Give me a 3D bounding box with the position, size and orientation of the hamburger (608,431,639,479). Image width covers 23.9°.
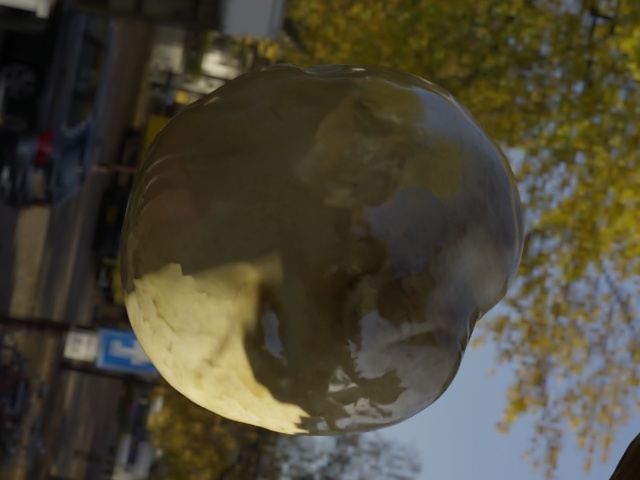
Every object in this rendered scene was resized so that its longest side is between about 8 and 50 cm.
[{"bbox_3d":[0.267,0.179,0.848,0.309,0.132,0.211,-3,-126,49],"label":"hamburger"}]

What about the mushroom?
[{"bbox_3d":[0.000,0.000,0.533,0.148,0.148,0.112,-83,174,-49],"label":"mushroom"}]
